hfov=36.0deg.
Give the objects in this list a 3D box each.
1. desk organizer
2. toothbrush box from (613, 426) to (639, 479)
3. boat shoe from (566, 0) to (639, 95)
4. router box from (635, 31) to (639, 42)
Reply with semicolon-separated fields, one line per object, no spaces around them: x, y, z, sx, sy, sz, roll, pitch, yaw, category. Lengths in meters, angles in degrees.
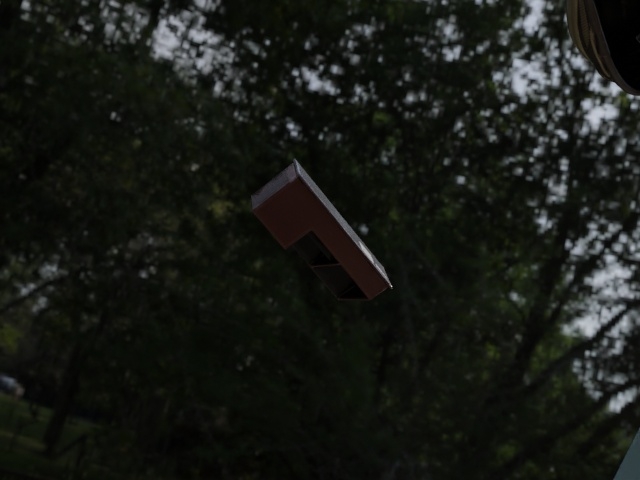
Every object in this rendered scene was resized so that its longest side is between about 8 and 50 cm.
0.000;0.000;0.836;0.130;0.050;0.047;50;8;-19;desk organizer
0.246;0.132;0.530;0.126;0.296;0.216;25;-5;30;toothbrush box
0.284;-0.284;0.889;0.132;0.130;0.355;-20;-46;8;boat shoe
0.340;-0.139;0.854;0.122;0.092;0.038;27;-59;-29;router box
